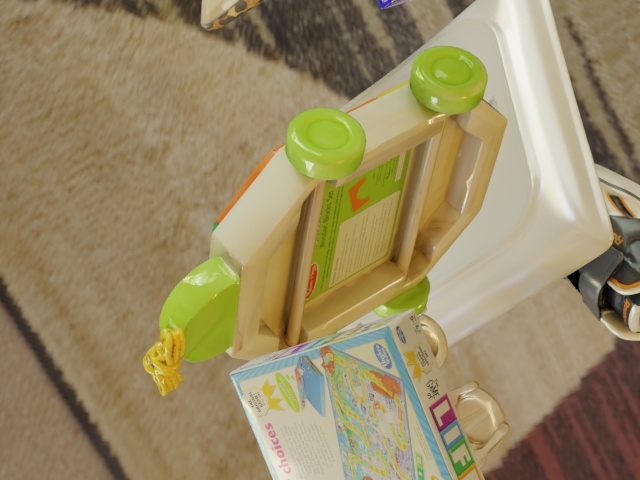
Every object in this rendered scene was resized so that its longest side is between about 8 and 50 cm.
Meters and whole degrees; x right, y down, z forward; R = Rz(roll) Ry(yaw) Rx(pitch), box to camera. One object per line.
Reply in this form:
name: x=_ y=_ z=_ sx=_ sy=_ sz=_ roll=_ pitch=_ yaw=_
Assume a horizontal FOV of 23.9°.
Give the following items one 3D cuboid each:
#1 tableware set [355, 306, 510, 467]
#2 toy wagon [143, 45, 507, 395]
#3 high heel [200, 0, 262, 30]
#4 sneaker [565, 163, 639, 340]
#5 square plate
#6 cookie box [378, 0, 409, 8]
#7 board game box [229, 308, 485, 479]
tableware set: x=0.086 y=0.140 z=1.357 sx=0.141 sy=0.020 sz=0.169 roll=-37 pitch=80 yaw=39
toy wagon: x=0.000 y=0.000 z=1.143 sx=0.344 sy=0.068 sz=0.267 roll=-29 pitch=149 yaw=-29
high heel: x=-0.009 y=-0.288 z=1.537 sx=0.093 sy=0.186 sz=0.261 roll=34 pitch=87 yaw=31
sneaker: x=0.302 y=0.013 z=1.561 sx=0.321 sy=0.126 sz=0.127 roll=24 pitch=66 yaw=25
square plate: x=0.112 y=-0.063 z=1.504 sx=0.049 sy=0.347 sz=0.344 roll=20 pitch=137 yaw=-37
cookie box: x=0.113 y=-0.343 z=1.845 sx=0.107 sy=0.040 sz=0.092 roll=-20 pitch=92 yaw=-19
board game box: x=0.028 y=0.120 z=0.738 sx=0.103 sy=0.026 sz=0.154 roll=-19 pitch=95 yaw=36
